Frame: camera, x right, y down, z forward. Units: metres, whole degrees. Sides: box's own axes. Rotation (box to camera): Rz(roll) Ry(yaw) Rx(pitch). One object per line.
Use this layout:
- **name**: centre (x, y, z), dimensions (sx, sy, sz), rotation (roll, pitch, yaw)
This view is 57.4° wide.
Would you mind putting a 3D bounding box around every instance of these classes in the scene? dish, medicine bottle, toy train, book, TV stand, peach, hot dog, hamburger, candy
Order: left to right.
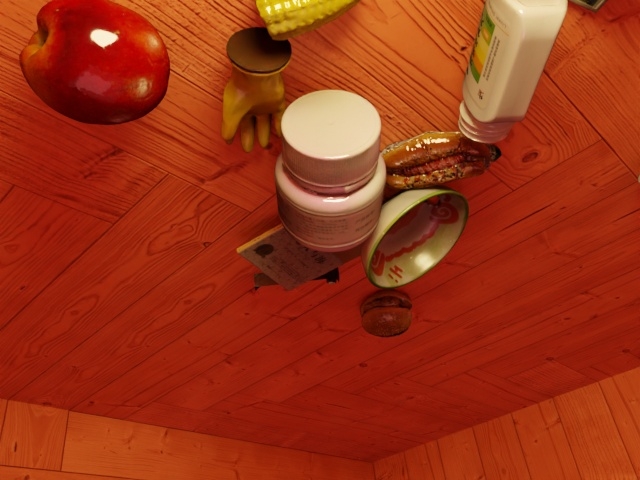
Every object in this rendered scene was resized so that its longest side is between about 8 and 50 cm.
- **peach**: centre (-0.382, -0.296, 1.011), dimensions (0.244, 0.199, 0.243), rotation (-4, 155, -2)
- **TV stand**: centre (-0.072, 0.116, 1.779), dimensions (0.257, 0.048, 0.040), rotation (-6, 146, -4)
- **candy**: centre (-0.012, -0.416, 1.006), dimensions (0.199, 0.094, 0.106), rotation (-16, 139, 2)
- **book**: centre (0.000, 0.000, 1.603), dimensions (0.389, 0.032, 0.269), rotation (-29, 141, 16)
- **medicine bottle**: centre (0.021, -0.145, 1.261), dimensions (0.242, 0.241, 0.301), rotation (-5, 145, -4)
- **hamburger**: centre (0.225, 0.247, 1.965), dimensions (0.182, 0.117, 0.190), rotation (-2, 140, -14)
- **dish**: centre (0.223, -0.032, 1.531), dimensions (0.324, 0.124, 0.324), rotation (-25, 142, -21)
- **hot dog**: centre (0.262, -0.190, 1.367), dimensions (0.268, 0.075, 0.144), rotation (-8, 135, 14)
- **toy train**: centre (0.394, -0.213, 1.418), dimensions (0.083, 0.033, 0.053), rotation (19, 132, -32)
- **medicine bottle**: centre (0.349, -0.335, 1.110), dimensions (0.124, 0.179, 0.324), rotation (-6, 146, -4)

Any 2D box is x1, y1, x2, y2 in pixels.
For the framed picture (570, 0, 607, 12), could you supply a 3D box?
- **framed picture**: centre (0.518, -0.495, 1.064), dimensions (0.109, 0.011, 0.149), rotation (11, 141, -24)

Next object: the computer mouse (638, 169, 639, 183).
- **computer mouse**: centre (0.919, -0.201, 1.456), dimensions (0.145, 0.082, 0.236), rotation (34, 132, -4)

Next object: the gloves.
- **gloves**: centre (-0.129, -0.275, 1.183), dimensions (0.133, 0.116, 0.294), rotation (6, 150, -6)
